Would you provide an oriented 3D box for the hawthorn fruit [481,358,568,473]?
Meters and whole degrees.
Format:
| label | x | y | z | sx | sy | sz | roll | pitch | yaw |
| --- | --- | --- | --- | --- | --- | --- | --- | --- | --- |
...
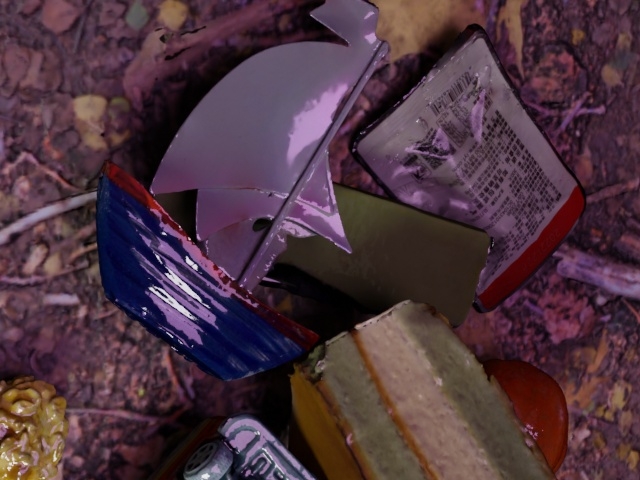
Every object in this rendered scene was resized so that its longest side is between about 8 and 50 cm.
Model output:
| label | x | y | z | sx | sy | sz | roll | pitch | yaw |
| --- | --- | --- | --- | --- | --- | --- | --- | --- | --- |
| hawthorn fruit | 0.164 | 0.162 | 1.463 | 0.128 | 0.128 | 0.128 | -9 | 106 | -33 |

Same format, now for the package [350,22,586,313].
| label | x | y | z | sx | sy | sz | roll | pitch | yaw |
| --- | --- | --- | --- | --- | --- | --- | --- | --- | --- |
| package | 0.138 | -0.056 | 1.440 | 0.154 | 0.030 | 0.239 | -45 | 123 | -9 |

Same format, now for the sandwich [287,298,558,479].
| label | x | y | z | sx | sy | sz | roll | pitch | yaw |
| --- | --- | --- | --- | --- | --- | --- | --- | --- | --- |
| sandwich | 0.055 | 0.188 | 1.364 | 0.155 | 0.198 | 0.227 | -27 | 84 | -31 |

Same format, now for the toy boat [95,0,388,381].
| label | x | y | z | sx | sy | sz | roll | pitch | yaw |
| --- | --- | --- | --- | --- | --- | --- | --- | --- | --- |
| toy boat | -0.059 | -0.052 | 1.245 | 0.219 | 0.072 | 0.318 | 13 | 90 | -32 |

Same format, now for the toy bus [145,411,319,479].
| label | x | y | z | sx | sy | sz | roll | pitch | yaw |
| --- | --- | --- | --- | --- | --- | --- | --- | --- | --- |
| toy bus | -0.123 | 0.256 | 1.276 | 0.265 | 0.120 | 0.121 | -47 | 109 | -15 |

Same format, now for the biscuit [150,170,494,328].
| label | x | y | z | sx | sy | sz | roll | pitch | yaw |
| --- | --- | --- | --- | --- | --- | --- | --- | --- | --- |
| biscuit | 0.000 | 0.000 | 1.345 | 0.323 | 0.038 | 0.099 | 15 | 91 | -31 |

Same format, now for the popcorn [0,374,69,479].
| label | x | y | z | sx | sy | sz | roll | pitch | yaw |
| --- | --- | --- | --- | --- | --- | --- | --- | --- | --- |
| popcorn | -0.223 | 0.139 | 1.222 | 0.083 | 0.057 | 0.082 | 43 | 75 | -31 |
